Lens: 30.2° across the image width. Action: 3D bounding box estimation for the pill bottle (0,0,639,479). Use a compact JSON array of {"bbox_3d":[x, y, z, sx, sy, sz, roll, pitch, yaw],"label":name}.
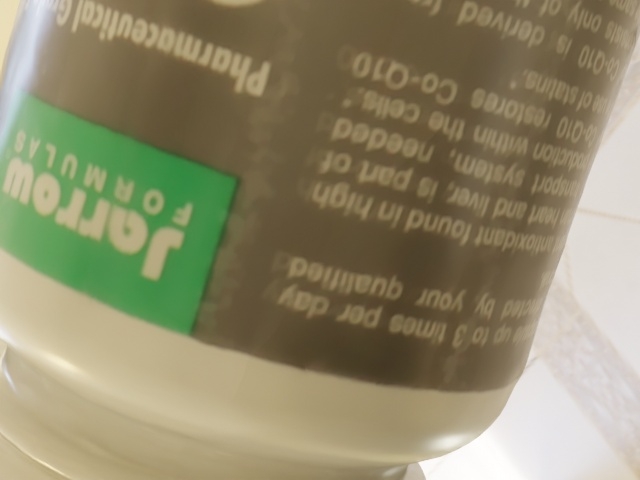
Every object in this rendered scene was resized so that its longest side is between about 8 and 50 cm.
[{"bbox_3d":[-0.005,-0.050,0.412,0.204,0.204,0.361,26,103,46],"label":"pill bottle"}]
